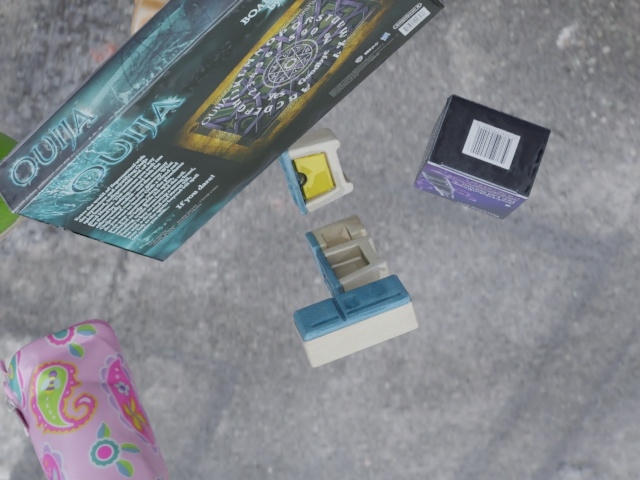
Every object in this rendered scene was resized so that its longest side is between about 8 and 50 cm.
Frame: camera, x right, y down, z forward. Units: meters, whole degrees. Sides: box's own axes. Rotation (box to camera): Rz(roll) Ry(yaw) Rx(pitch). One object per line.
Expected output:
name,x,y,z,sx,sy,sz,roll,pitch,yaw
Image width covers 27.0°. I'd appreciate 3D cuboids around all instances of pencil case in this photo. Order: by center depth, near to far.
pencil case,-0.198,0.209,1.209,0.124,0.284,0.124,-21,149,-13

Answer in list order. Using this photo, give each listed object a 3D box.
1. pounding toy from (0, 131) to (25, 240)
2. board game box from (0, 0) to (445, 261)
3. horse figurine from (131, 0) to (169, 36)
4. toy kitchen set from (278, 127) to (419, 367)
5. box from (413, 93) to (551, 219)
pounding toy,-0.293,-0.044,0.878,0.183,0.237,0.110,-12,120,5
board game box,-0.040,-0.068,0.584,0.186,0.026,0.126,-41,157,11
horse figurine,-0.144,-0.212,1.474,0.174,0.066,0.263,-17,86,8
toy kitchen set,0.000,0.000,1.426,0.122,0.207,0.166,-21,120,-6
box,0.229,-0.116,1.922,0.153,0.207,0.108,20,82,2
